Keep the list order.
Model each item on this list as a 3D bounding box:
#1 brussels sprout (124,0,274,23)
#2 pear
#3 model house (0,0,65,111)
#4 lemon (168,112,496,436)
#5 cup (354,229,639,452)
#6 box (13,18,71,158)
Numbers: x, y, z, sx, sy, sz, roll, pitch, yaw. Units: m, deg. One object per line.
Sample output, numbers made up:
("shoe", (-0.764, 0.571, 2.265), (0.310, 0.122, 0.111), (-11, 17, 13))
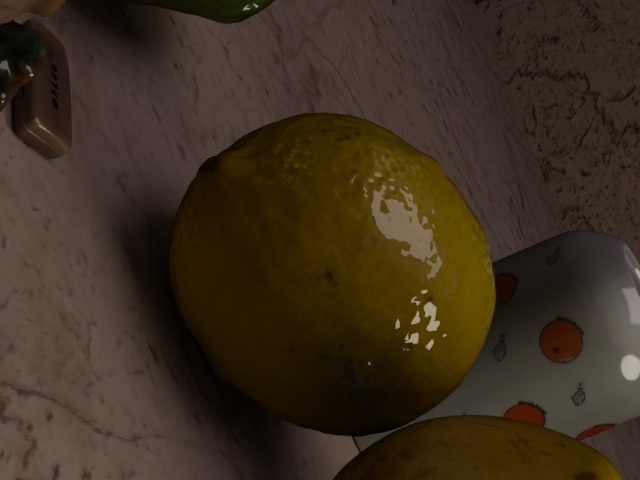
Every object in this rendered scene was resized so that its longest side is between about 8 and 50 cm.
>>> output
("brussels sprout", (-0.109, -0.358, 1.053), (0.268, 0.344, 0.344), (28, 20, 5))
("pear", (0.122, 0.269, 0.885), (0.280, 0.281, 0.280), (51, 23, -32))
("model house", (-0.205, -0.197, 0.678), (0.202, 0.237, 0.237), (66, 19, 9))
("lemon", (0.010, 0.026, 0.940), (0.284, 0.260, 0.260), (35, 26, -10))
("cup", (0.201, 0.128, 1.195), (0.212, 0.317, 0.212), (51, 24, -33))
("box", (-0.215, -0.119, 0.876), (0.048, 0.025, 0.115), (40, 31, -47))
